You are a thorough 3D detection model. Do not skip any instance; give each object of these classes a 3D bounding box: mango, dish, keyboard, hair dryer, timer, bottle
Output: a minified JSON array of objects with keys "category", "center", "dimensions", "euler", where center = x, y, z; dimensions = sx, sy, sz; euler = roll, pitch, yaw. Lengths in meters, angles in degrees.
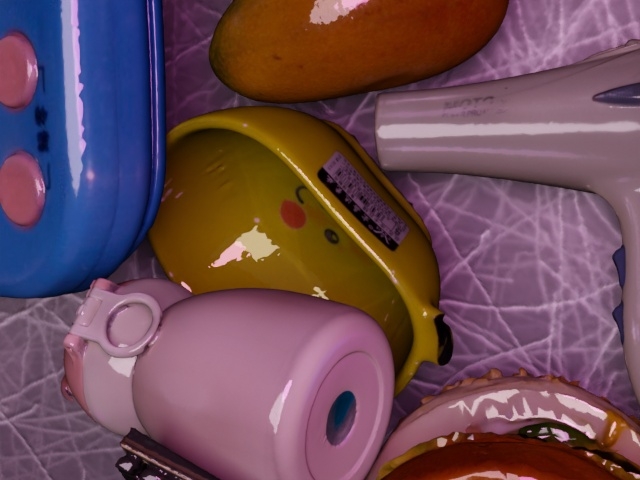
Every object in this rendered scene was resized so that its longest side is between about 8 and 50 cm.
[{"category":"mango","center":[0.030,-0.164,1.143],"dimensions":[0.221,0.151,0.120],"euler":[-19,84,-16]},{"category":"dish","center":[0.000,0.000,1.185],"dimensions":[0.262,0.108,0.221],"euler":[43,144,7]},{"category":"keyboard","center":[-0.085,0.201,1.149],"dimensions":[0.106,0.317,0.027],"euler":[27,73,12]},{"category":"hair dryer","center":[0.162,-0.021,1.118],"dimensions":[0.296,0.119,0.298],"euler":[19,74,16]},{"category":"timer","center":[-0.236,-0.130,1.205],"dimensions":[0.309,0.115,0.340],"euler":[2,95,47]},{"category":"bottle","center":[-0.080,0.095,1.124],"dimensions":[0.236,0.147,0.147],"euler":[13,98,32]}]

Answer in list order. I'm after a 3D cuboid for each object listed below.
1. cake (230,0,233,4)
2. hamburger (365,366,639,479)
[{"category":"cake","center":[-0.083,-0.252,1.132],"dimensions":[0.172,0.283,0.158],"euler":[-41,82,32]},{"category":"hamburger","center":[0.142,0.236,1.122],"dimensions":[0.291,0.225,0.291],"euler":[3,102,15]}]
